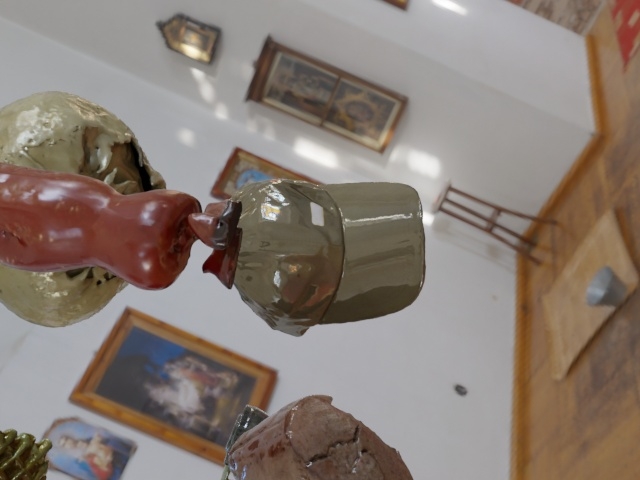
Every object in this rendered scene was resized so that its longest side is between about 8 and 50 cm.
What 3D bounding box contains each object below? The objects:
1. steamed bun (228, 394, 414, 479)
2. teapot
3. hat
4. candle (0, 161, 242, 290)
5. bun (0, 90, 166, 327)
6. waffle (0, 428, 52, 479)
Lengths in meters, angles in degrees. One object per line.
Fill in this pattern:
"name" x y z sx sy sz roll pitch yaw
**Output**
"steamed bun" 0.004 0.233 0.761 0.145 0.175 0.106 -43 -1 43
"teapot" -0.113 0.373 1.412 0.111 0.108 0.149 108 -177 -65
"hat" 0.000 0.000 0.774 0.173 0.144 0.166 -21 68 52
"candle" -0.195 -0.023 0.390 0.048 0.329 0.051 36 -115 -77
"bun" -0.263 -0.040 0.884 0.259 0.152 0.259 5 -96 -61
"waffle" -0.549 0.418 1.335 0.054 0.208 0.214 4 80 46
